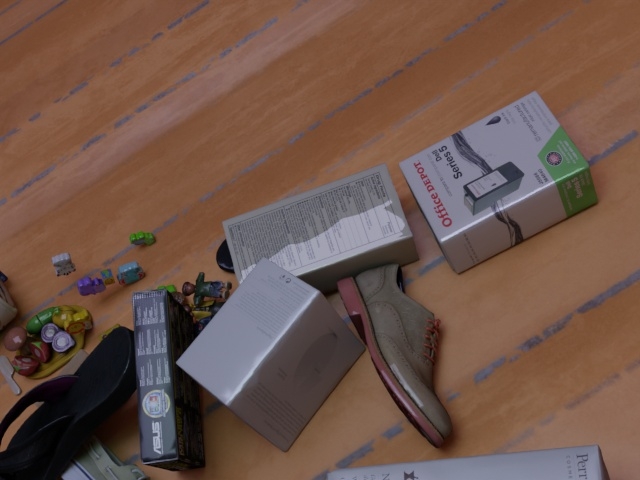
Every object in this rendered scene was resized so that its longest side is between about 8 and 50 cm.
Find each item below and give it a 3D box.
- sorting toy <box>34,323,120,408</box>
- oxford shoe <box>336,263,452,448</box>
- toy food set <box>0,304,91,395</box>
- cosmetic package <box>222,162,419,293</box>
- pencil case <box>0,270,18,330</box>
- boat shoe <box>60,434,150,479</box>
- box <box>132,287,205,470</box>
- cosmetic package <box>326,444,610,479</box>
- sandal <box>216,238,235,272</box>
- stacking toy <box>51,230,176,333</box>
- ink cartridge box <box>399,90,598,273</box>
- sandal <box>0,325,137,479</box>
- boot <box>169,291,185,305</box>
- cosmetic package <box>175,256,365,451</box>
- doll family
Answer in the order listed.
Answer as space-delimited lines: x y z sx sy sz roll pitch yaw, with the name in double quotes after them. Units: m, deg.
-0.437 0.286 1.729 0.132 0.046 0.274 31 77 36 "sorting toy"
0.142 0.168 1.493 0.130 0.123 0.348 -27 53 0 "oxford shoe"
-0.558 0.198 1.826 0.218 0.071 0.128 -37 52 0 "toy food set"
0.000 0.000 1.632 0.310 0.113 0.160 -18 63 3 "cosmetic package"
-0.818 0.203 1.885 0.410 0.160 0.183 -40 68 -3 "pencil case"
-0.336 0.420 1.561 0.302 0.109 0.094 24 70 37 "boat shoe"
-0.248 0.235 1.523 0.060 0.216 0.270 -8 73 2 "box"
0.212 0.420 1.274 0.385 0.156 0.217 -13 53 18 "cosmetic package"
-0.084 -0.007 1.747 0.255 0.054 0.097 -15 54 15 "sandal"
-0.412 0.079 1.831 0.221 0.052 0.167 -18 54 -12 "stacking toy"
0.300 -0.099 1.590 0.273 0.114 0.198 -28 52 6 "ink cartridge box"
-0.467 0.302 1.589 0.445 0.107 0.167 -48 37 18 "sandal"
-0.296 0.161 1.738 0.059 0.084 0.158 5 34 17 "boot"
-0.076 0.188 1.511 0.138 0.224 0.224 29 75 35 "cosmetic package"
-0.222 0.157 1.697 0.111 0.076 0.192 0 63 20 "doll family"
